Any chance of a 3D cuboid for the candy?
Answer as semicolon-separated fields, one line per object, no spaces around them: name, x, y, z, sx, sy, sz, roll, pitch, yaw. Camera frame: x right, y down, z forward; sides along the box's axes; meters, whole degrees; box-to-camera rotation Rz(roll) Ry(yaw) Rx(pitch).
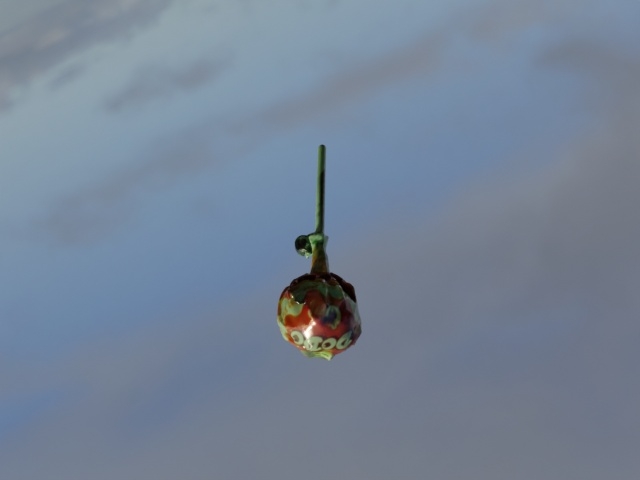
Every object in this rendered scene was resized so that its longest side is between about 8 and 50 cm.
candy;-0.001;-0.001;1.718;0.078;0.084;0.288;-8;-135;9
